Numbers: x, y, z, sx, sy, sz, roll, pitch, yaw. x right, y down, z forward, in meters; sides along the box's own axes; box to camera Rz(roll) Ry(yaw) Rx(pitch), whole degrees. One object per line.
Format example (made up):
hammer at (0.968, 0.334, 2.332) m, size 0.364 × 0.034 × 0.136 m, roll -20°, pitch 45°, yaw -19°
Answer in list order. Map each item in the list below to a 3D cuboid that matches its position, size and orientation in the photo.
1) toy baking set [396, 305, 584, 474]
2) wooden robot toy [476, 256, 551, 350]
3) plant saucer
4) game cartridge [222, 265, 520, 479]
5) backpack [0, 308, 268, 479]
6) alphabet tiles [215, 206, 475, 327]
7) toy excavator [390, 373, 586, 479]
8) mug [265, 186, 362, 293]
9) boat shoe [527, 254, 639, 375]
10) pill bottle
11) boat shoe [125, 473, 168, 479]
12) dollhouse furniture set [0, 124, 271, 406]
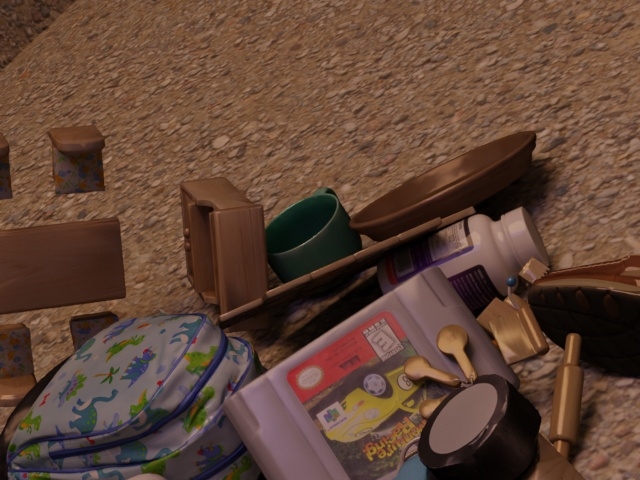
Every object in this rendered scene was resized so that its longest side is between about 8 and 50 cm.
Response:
toy baking set at (0.180, 0.190, 1.597) m, size 0.196 × 0.030 × 0.256 m, roll -4°, pitch 60°, yaw 20°
wooden robot toy at (0.226, 0.106, 1.755) m, size 0.079 × 0.076 × 0.173 m, roll 34°, pitch 65°, yaw 24°
plant saucer at (0.169, -0.069, 2.022) m, size 0.278 × 0.041 × 0.278 m, roll -27°, pitch 8°, yaw 4°
game cartridge at (0.062, 0.182, 1.672) m, size 0.294 × 0.196 × 0.060 m, roll -33°, pitch -18°, yaw -5°
backpack at (-0.209, 0.223, 1.849) m, size 0.355 × 0.273 × 0.290 m, roll 7°, pitch 40°, yaw 33°
alphabet tiles at (0.026, 0.039, 1.909) m, size 0.342 × 0.011 × 0.285 m, roll -23°, pitch -5°, yaw -9°
toy excavator at (0.059, 0.398, 1.321) m, size 0.445 × 0.222 × 0.433 m, roll -35°, pitch 24°, yaw 28°
mug at (0.002, 0.004, 2.105) m, size 0.158 × 0.097 × 0.129 m, roll -43°, pitch 28°, yaw -20°
boat shoe at (0.379, 0.066, 1.585) m, size 0.324 × 0.123 × 0.120 m, roll 3°, pitch 38°, yaw 38°
pill bottle at (0.176, 0.033, 1.853) m, size 0.193 × 0.108 × 0.108 m, roll -25°, pitch 28°, yaw 16°
boat shoe at (-0.244, 0.381, 1.716) m, size 0.258 × 0.095 × 0.084 m, roll -56°, pitch 24°, yaw 16°
dollhouse furniture set at (-0.292, 0.034, 2.096) m, size 0.394 × 0.362 × 0.256 m, roll -7°, pitch 15°, yaw -15°
